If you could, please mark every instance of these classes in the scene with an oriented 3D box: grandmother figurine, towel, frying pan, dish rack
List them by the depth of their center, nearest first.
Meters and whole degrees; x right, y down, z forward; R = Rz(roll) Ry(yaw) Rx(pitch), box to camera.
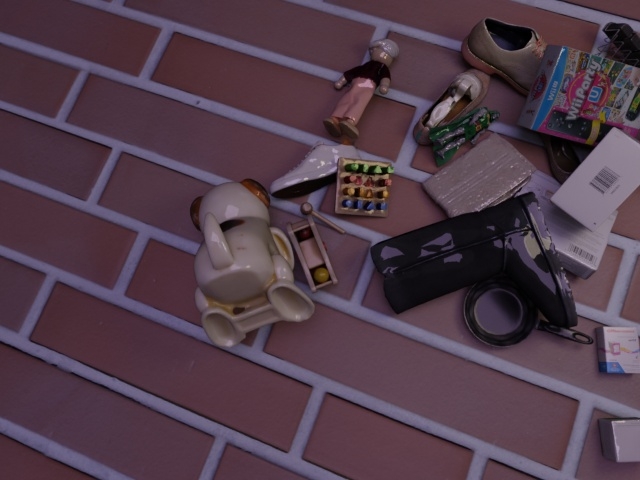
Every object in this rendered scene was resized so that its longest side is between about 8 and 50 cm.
[{"bbox_3d":[0.556,0.190,1.502,0.327,0.053,0.197,-3,77,5],"label":"frying pan"},{"bbox_3d":[0.832,-0.463,1.576,0.208,0.074,0.271,38,90,-17],"label":"dish rack"},{"bbox_3d":[0.453,-0.175,1.579,0.282,0.049,0.187,-34,60,-1],"label":"towel"},{"bbox_3d":[0.131,-0.470,1.663,0.208,0.104,0.342,23,74,31],"label":"grandmother figurine"}]

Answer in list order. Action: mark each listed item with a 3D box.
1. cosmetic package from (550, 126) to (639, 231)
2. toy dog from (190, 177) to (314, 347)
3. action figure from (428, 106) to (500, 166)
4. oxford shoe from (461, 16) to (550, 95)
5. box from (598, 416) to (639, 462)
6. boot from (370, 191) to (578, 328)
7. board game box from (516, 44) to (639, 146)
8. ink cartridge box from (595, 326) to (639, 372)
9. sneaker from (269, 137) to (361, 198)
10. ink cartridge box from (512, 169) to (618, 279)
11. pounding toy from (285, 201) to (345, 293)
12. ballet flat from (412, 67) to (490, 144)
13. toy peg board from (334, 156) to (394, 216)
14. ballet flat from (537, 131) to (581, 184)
[{"bbox_3d":[0.732,-0.159,1.406,0.138,0.225,0.224,44,118,20],"label":"cosmetic package"},{"bbox_3d":[-0.235,0.018,1.471,0.285,0.395,0.407,-28,42,12],"label":"toy dog"},{"bbox_3d":[0.430,-0.322,1.606,0.232,0.137,0.063,-33,44,-13],"label":"action figure"},{"bbox_3d":[0.613,-0.522,1.593,0.397,0.146,0.140,19,76,-2],"label":"oxford shoe"},{"bbox_3d":[0.777,0.503,1.393,0.101,0.087,0.101,-4,77,5],"label":"box"},{"bbox_3d":[0.391,0.108,1.451,0.446,0.146,0.366,-19,76,12],"label":"boot"},{"bbox_3d":[0.722,-0.377,1.488,0.304,0.097,0.223,12,110,-10],"label":"board game box"},{"bbox_3d":[0.790,0.289,1.458,0.089,0.052,0.122,-1,76,6],"label":"ink cartridge box"},{"bbox_3d":[-0.027,-0.217,1.632,0.290,0.106,0.123,-22,73,-11],"label":"sneaker"},{"bbox_3d":[0.666,-0.054,1.546,0.275,0.060,0.239,31,57,12],"label":"ink cartridge box"},{"bbox_3d":[0.000,0.000,1.547,0.155,0.154,0.269,-21,77,1],"label":"pounding toy"},{"bbox_3d":[0.398,-0.411,1.624,0.108,0.106,0.316,39,84,13],"label":"ballet flat"},{"bbox_3d":[0.131,-0.151,1.563,0.161,0.079,0.160,4,93,-14],"label":"toy peg board"},{"bbox_3d":[0.697,-0.257,1.583,0.084,0.058,0.249,-17,76,-6],"label":"ballet flat"}]
